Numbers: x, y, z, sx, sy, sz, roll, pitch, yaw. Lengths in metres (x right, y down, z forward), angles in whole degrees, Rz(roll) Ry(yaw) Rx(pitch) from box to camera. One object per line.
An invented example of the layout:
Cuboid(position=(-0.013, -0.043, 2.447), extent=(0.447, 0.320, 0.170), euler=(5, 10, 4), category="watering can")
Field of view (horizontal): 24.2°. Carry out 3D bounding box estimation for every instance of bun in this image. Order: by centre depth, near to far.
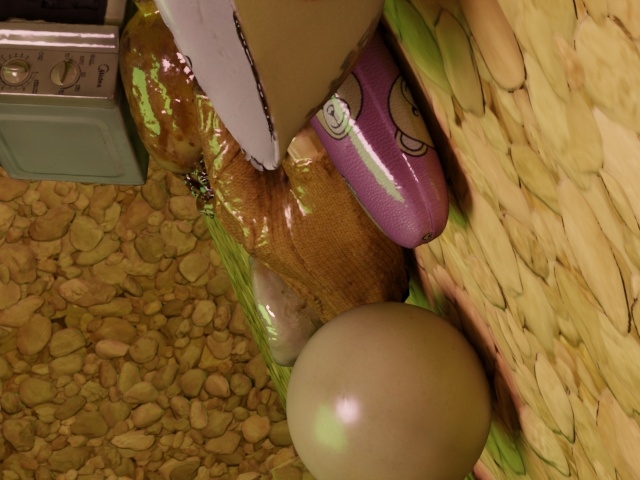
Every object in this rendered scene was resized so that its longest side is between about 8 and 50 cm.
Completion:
Cuboid(position=(-0.042, 0.091, 2.173), extent=(0.183, 0.102, 0.183), euler=(163, 90, -89), category="bun")

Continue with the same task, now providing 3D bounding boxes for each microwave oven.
Cuboid(position=(-0.329, -0.283, 1.937), extent=(0.286, 0.218, 0.355), euler=(86, -172, -68), category="microwave oven")

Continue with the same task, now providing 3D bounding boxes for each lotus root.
Cuboid(position=(-0.149, -0.189, 1.776), extent=(0.141, 0.169, 0.314), euler=(-69, -33, -60), category="lotus root")

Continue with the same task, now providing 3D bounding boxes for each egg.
Cuboid(position=(0.064, 0.155, 1.383), extent=(0.189, 0.188, 0.254), euler=(62, 177, 14), category="egg")

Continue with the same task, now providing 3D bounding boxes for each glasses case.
Cuboid(position=(0.014, -0.139, 1.190), extent=(0.316, 0.075, 0.123), euler=(63, 171, 9), category="glasses case")

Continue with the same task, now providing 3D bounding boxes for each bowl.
Cuboid(position=(-0.040, -0.231, 0.962), extent=(0.346, 0.157, 0.345), euler=(61, 171, 17), category="bowl")

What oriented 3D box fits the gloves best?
Cuboid(position=(-0.026, -0.052, 1.425), extent=(0.356, 0.155, 0.203), euler=(68, 173, -32), category="gloves")
